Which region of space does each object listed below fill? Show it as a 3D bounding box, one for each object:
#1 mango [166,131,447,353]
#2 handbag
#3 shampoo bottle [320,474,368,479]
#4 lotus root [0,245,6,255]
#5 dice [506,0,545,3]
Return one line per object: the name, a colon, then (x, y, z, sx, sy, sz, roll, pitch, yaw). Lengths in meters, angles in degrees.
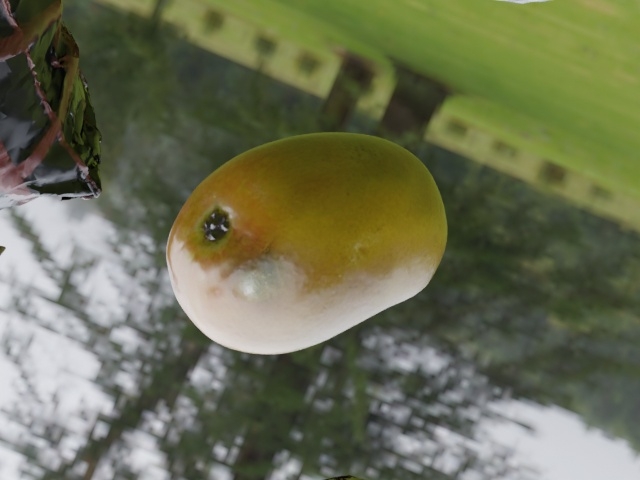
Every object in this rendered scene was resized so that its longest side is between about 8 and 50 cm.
mango: (0.000, 0.000, 1.635, 0.317, 0.211, 0.173, -9, -144, -43)
handbag: (-0.210, -0.096, 0.889, 0.169, 0.155, 0.215, -11, 141, 3)
shampoo bottle: (-0.061, 0.161, 0.813, 0.236, 0.067, 0.068, -5, -155, -46)
lotus root: (-0.295, 0.077, 1.063, 0.140, 0.256, 0.154, 33, -162, 4)
dice: (0.139, -0.306, 1.390, 0.183, 0.181, 0.182, 10, -146, -10)
